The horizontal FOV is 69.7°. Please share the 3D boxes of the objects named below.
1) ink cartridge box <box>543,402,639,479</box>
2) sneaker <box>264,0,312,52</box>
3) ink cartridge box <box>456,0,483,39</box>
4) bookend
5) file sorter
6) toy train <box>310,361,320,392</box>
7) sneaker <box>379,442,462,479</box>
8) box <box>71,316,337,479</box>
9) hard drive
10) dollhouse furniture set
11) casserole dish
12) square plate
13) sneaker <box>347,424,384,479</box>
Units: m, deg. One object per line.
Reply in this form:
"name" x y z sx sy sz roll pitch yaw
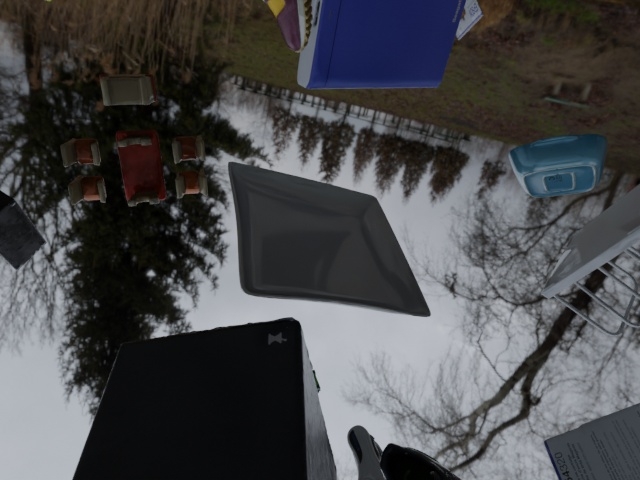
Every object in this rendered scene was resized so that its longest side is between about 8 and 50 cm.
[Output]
"ink cartridge box" 0.544 0.397 0.656 0.071 0.330 0.324 26 -141 -31
"sneaker" -0.060 -0.282 0.458 0.083 0.186 0.070 -8 -149 8
"ink cartridge box" 0.282 -0.614 0.993 0.307 0.072 0.304 59 -166 -9
"bookend" -0.578 -0.045 0.780 0.157 0.156 0.072 32 -118 4
"file sorter" 0.598 0.033 0.857 0.173 0.278 0.193 39 -121 10
"toy train" -0.019 0.326 1.108 0.017 0.024 0.083 -6 -128 -30
"sneaker" 0.183 0.372 0.597 0.299 0.111 0.121 14 152 53
"box" -0.121 0.456 0.648 0.297 0.472 0.480 -7 -143 1
"hard drive" 0.114 -0.357 0.746 0.318 0.210 0.040 -15 -140 -37
"dollhouse furniture set" -0.377 -0.205 0.949 0.261 0.259 0.135 -6 -158 -15
"casserole dish" 0.322 -0.094 0.622 0.114 0.037 0.188 -6 168 29
"square plate" 0.000 0.000 0.854 0.343 0.049 0.347 11 -141 -25
"sneaker" 0.140 0.585 1.158 0.121 0.079 0.217 53 -164 -43
